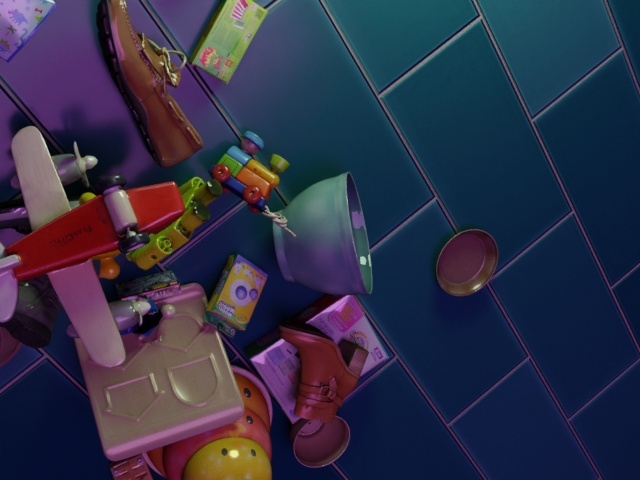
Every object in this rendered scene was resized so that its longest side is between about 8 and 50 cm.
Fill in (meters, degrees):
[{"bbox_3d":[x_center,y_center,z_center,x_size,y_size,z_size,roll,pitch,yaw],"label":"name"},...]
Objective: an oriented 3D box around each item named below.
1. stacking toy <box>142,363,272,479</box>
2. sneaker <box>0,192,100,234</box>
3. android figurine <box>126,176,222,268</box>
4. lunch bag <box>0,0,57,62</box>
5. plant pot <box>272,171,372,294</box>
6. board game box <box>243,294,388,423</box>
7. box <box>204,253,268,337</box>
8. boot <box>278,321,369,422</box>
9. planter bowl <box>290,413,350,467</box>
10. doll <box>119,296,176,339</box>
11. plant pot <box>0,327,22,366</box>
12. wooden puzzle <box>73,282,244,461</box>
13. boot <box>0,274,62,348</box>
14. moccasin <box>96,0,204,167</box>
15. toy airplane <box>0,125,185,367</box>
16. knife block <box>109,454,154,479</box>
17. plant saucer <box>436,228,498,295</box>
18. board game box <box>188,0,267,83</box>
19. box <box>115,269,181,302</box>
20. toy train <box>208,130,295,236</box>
[{"bbox_3d":[-0.217,0.538,1.843,0.350,0.480,0.351,-9,114,-20],"label":"stacking toy"},{"bbox_3d":[-0.583,-0.001,1.687,0.295,0.124,0.178,-7,103,-22],"label":"sneaker"},{"bbox_3d":[-0.327,-0.034,1.718,0.273,0.248,0.056,-28,119,37],"label":"android figurine"},{"bbox_3d":[-0.608,-0.440,1.514,0.129,0.096,0.151,39,82,-31],"label":"lunch bag"},{"bbox_3d":[0.000,0.000,1.867,0.196,0.293,0.293,-11,117,10],"label":"plant pot"},{"bbox_3d":[-0.007,0.298,2.072,0.316,0.064,0.242,-33,115,-9],"label":"board game box"},{"bbox_3d":[-0.205,0.135,1.896,0.105,0.043,0.179,36,63,-30],"label":"box"},{"bbox_3d":[-0.026,0.335,1.984,0.283,0.109,0.220,26,92,-38],"label":"boot"},{"bbox_3d":[-0.015,0.516,2.137,0.162,0.109,0.162,-8,114,-20],"label":"planter bowl"},{"bbox_3d":[-0.415,0.175,1.772,0.189,0.046,0.129,-9,130,-30],"label":"doll"},{"bbox_3d":[-0.755,0.202,1.694,0.237,0.110,0.237,-9,114,-20],"label":"plant pot"},{"bbox_3d":[-0.379,0.301,1.831,0.322,0.348,0.080,-15,159,-17],"label":"wooden puzzle"},{"bbox_3d":[-0.656,0.109,1.684,0.083,0.161,0.246,-23,130,27],"label":"boot"},{"bbox_3d":[-0.348,-0.335,1.642,0.147,0.139,0.380,-29,119,-12],"label":"moccasin"},{"bbox_3d":[-0.484,0.012,1.550,0.384,0.272,0.386,21,92,7],"label":"toy airplane"},{"bbox_3d":[-0.449,0.703,2.050,0.088,0.242,0.276,-22,72,-15],"label":"knife block"},{"bbox_3d":[0.399,0.058,2.179,0.198,0.036,0.199,-8,112,-21],"label":"plant saucer"},{"bbox_3d":[-0.202,-0.445,1.717,0.092,0.043,0.181,27,97,-29],"label":"board game box"},{"bbox_3d":[-0.399,0.111,1.821,0.137,0.094,0.027,-13,113,-18],"label":"box"},{"bbox_3d":[-0.118,-0.132,1.791,0.248,0.105,0.143,34,81,9],"label":"toy train"}]
